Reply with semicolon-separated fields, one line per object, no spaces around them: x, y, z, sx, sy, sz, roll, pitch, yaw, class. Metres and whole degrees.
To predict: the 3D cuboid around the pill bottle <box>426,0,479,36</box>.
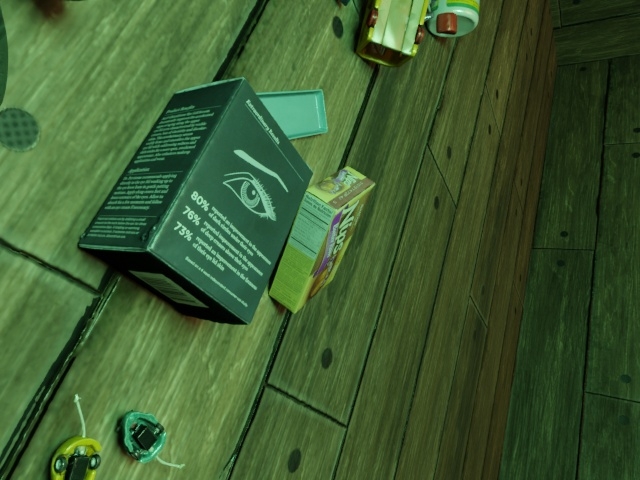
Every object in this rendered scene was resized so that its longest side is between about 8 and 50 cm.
0.313;-0.599;1.097;0.118;0.118;0.208;8;85;-56;pill bottle

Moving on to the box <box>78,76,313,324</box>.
-0.115;-0.039;0.497;0.153;0.108;0.207;51;51;-45;box

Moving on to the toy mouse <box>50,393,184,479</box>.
-0.197;0.225;0.461;0.143;0.031;0.161;21;75;-55;toy mouse

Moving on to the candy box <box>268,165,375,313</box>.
0.000;0.000;0.645;0.109;0.053;0.186;-37;156;-50;candy box

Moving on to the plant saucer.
-0.049;-0.177;0.669;0.192;0.018;0.067;-27;115;-52;plant saucer

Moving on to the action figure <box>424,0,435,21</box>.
0.167;-0.569;0.885;0.285;0.099;0.185;63;26;-48;action figure

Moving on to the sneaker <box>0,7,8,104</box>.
-0.282;-0.170;0.271;0.227;0.130;0.087;94;14;-55;sneaker

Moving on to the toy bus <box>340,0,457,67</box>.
0.128;-0.410;0.822;0.202;0.104;0.191;-31;100;-10;toy bus
